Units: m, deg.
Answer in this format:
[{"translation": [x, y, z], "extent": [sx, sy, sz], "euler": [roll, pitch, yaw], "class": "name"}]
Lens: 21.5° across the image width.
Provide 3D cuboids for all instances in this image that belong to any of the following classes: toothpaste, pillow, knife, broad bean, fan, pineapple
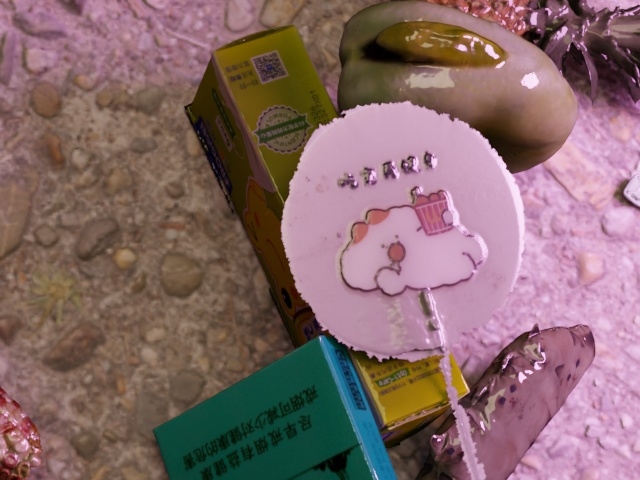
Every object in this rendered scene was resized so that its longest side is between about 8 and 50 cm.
[{"translation": [0.000, 0.000, 1.289], "extent": [0.077, 0.110, 0.327], "euler": [-20, 76, -22], "class": "toothpaste"}, {"translation": [0.132, 0.137, 1.284], "extent": [0.051, 0.093, 0.241], "euler": [26, 62, 38], "class": "pillow"}, {"translation": [0.297, -0.019, 1.424], "extent": [0.096, 0.010, 0.027], "euler": [39, 65, 0], "class": "knife"}, {"translation": [0.107, -0.115, 1.308], "extent": [0.169, 0.228, 0.100], "euler": [-3, 74, 24], "class": "broad bean"}, {"translation": [0.082, 0.058, 1.206], "extent": [0.190, 0.009, 0.329], "euler": [-15, 90, -21], "class": "fan"}, {"translation": [0.196, -0.172, 1.397], "extent": [0.277, 0.119, 0.130], "euler": [5, 32, -12], "class": "pineapple"}]

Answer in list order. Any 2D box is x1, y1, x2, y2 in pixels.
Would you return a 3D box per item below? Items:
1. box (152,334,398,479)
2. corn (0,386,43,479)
[{"translation": [-0.015, 0.203, 1.188], "extent": [0.042, 0.161, 0.226], "euler": [11, 52, -59], "class": "box"}, {"translation": [-0.292, 0.087, 1.208], "extent": [0.237, 0.079, 0.079], "euler": [43, 66, 0], "class": "corn"}]
